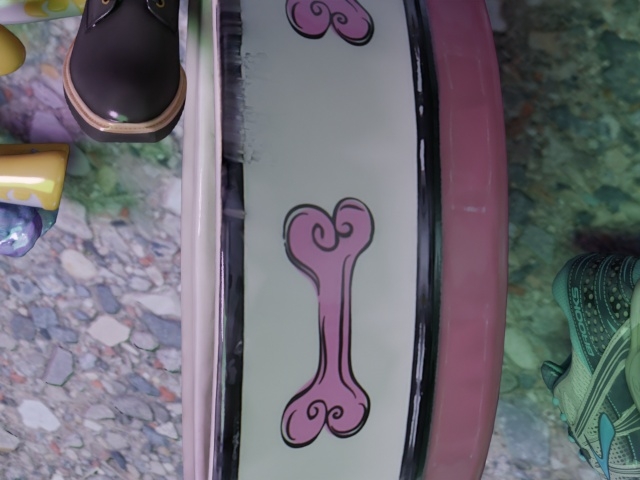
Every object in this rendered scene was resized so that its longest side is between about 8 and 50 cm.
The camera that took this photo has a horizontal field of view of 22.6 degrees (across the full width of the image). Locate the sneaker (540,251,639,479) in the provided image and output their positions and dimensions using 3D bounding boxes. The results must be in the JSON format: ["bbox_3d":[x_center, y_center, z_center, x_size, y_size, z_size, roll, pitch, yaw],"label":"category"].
[{"bbox_3d":[0.223,0.118,1.128,0.122,0.110,0.283,20,134,34],"label":"sneaker"}]

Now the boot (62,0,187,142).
[{"bbox_3d":[-0.115,-0.163,0.965,0.077,0.198,0.137,1,130,-9],"label":"boot"}]

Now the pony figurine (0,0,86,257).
[{"bbox_3d":[-0.356,-0.092,1.117,0.363,0.303,0.351,9,135,-9],"label":"pony figurine"}]

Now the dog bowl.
[{"bbox_3d":[0.000,0.000,0.929,0.150,0.408,0.408,1,133,-8],"label":"dog bowl"}]
